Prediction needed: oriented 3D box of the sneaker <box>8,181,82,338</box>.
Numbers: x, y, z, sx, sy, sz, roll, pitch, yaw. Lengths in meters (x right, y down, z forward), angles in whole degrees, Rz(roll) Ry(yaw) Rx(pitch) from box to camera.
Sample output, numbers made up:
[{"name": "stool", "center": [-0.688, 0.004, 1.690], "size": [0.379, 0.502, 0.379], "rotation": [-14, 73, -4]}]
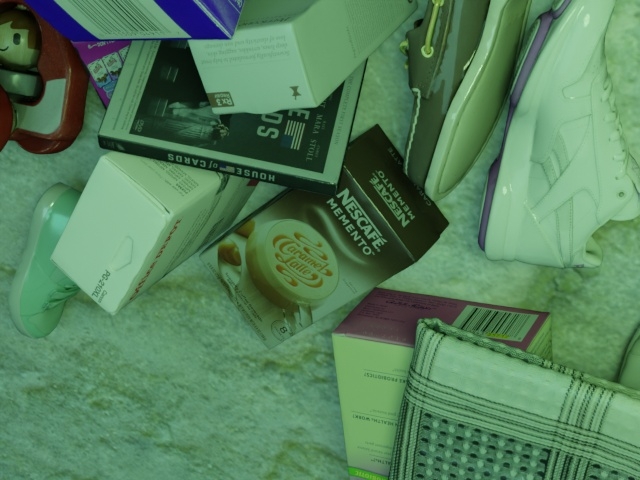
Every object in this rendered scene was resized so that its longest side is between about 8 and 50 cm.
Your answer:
[{"name": "sneaker", "center": [-0.318, 0.062, 1.473], "size": [0.151, 0.094, 0.256], "rotation": [30, 128, 10]}]

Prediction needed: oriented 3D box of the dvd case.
[{"name": "dvd case", "center": [-0.083, -0.146, 1.126], "size": [0.238, 0.179, 0.029], "rotation": [11, 151, 3]}]

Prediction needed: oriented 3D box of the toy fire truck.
[{"name": "toy fire truck", "center": [-0.409, -0.236, 1.338], "size": [0.302, 0.169, 0.254], "rotation": [14, 103, 24]}]

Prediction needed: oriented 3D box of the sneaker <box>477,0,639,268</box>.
[{"name": "sneaker", "center": [0.245, -0.103, 1.051], "size": [0.152, 0.114, 0.305], "rotation": [14, 127, 8]}]

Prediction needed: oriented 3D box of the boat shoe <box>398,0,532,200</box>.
[{"name": "boat shoe", "center": [0.133, -0.194, 1.052], "size": [0.096, 0.116, 0.324], "rotation": [28, 122, 21]}]

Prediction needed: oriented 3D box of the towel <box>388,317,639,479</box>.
[{"name": "towel", "center": [0.224, 0.256, 1.127], "size": [0.324, 0.056, 0.312], "rotation": [18, 122, 17]}]

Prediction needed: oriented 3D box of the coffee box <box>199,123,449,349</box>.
[{"name": "coffee box", "center": [0.000, 0.000, 1.242], "size": [0.246, 0.098, 0.141], "rotation": [-34, 95, 39]}]

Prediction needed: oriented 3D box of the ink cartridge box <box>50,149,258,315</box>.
[{"name": "ink cartridge box", "center": [-0.163, -0.049, 1.225], "size": [0.100, 0.237, 0.172], "rotation": [41, 128, 6]}]

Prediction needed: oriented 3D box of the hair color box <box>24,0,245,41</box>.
[{"name": "hair color box", "center": [-0.131, -0.349, 0.998], "size": [0.185, 0.339, 0.110], "rotation": [5, 159, 29]}]

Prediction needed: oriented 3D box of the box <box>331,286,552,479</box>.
[{"name": "box", "center": [0.143, 0.195, 1.251], "size": [0.213, 0.117, 0.243], "rotation": [7, 117, 28]}]

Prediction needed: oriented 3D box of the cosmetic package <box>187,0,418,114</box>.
[{"name": "cosmetic package", "center": [-0.010, -0.206, 1.050], "size": [0.117, 0.231, 0.085], "rotation": [-1, 120, 31]}]

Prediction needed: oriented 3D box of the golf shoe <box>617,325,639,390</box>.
[{"name": "golf shoe", "center": [0.365, 0.108, 1.056], "size": [0.115, 0.140, 0.306], "rotation": [35, 129, 8]}]

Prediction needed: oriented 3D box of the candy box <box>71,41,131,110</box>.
[{"name": "candy box", "center": [-0.214, -0.272, 1.243], "size": [0.159, 0.071, 0.233], "rotation": [-15, 107, 35]}]
